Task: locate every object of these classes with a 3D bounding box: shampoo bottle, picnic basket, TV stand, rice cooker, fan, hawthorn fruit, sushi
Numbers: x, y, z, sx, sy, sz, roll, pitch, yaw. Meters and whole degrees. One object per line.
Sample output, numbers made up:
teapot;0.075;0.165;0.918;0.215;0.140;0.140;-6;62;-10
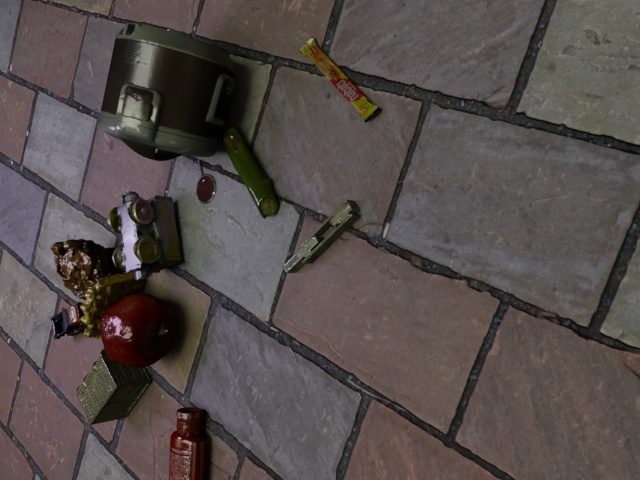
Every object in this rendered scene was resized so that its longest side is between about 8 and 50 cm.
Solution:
shampoo bottle;-0.368;0.626;1.627;0.118;0.076;0.313;0;87;39
picnic basket;-0.644;0.441;1.819;0.196;0.134;0.154;-53;58;25
TV stand;0.000;0.000;1.394;0.249;0.036;0.042;-45;64;28
rice cooker;-0.402;-0.370;1.550;0.335;0.335;0.325;21;100;37
fan;-0.334;-0.169;1.684;0.085;0.005;0.133;-27;73;35
hawthorn fruit;-0.507;0.259;1.685;0.250;0.215;0.215;-5;84;33
sushi;-0.730;0.087;1.858;0.200;0.204;0.213;-27;77;29

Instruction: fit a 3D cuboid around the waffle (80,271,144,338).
waffle;-0.634;0.212;1.766;0.057;0.229;0.219;20;103;18

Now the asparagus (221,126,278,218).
asparagus;-0.186;-0.182;1.534;0.067;0.060;0.277;-40;65;18

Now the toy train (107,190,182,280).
toy train;-0.502;-0.014;1.699;0.134;0.178;0.260;-17;78;37

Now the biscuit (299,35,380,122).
biscuit;0.042;-0.381;1.388;0.048;0.026;0.292;-41;63;8

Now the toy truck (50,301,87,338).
toy truck;-0.848;0.274;2.011;0.192;0.092;0.083;-27;71;34
